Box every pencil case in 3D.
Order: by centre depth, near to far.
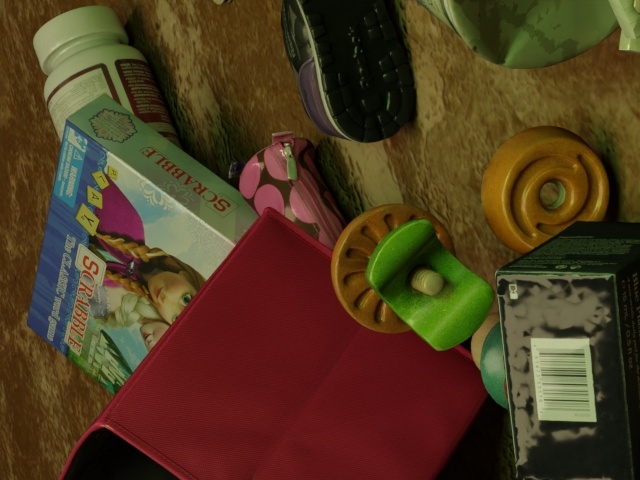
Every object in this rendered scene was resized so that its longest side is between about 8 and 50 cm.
[{"bbox_3d":[0.000,0.000,1.849,0.209,0.095,0.098,57,146,27],"label":"pencil case"}]

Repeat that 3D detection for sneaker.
[{"bbox_3d":[-0.005,-0.225,1.754,0.124,0.107,0.283,-168,68,-65],"label":"sneaker"}]

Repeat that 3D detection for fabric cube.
[{"bbox_3d":[-0.047,0.179,1.724,0.259,0.258,0.254,36,149,1],"label":"fabric cube"}]

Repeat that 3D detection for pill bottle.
[{"bbox_3d":[-0.229,-0.136,2.166,0.221,0.121,0.121,67,150,17],"label":"pill bottle"}]

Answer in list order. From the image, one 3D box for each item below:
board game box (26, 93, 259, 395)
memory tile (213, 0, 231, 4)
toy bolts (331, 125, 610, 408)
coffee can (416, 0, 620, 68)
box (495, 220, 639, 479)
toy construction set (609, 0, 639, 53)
[{"bbox_3d":[-0.148,0.061,2.040,0.318,0.066,0.318,35,137,18],"label":"board game box"},{"bbox_3d":[-0.127,-0.310,2.025,0.148,0.012,0.113,38,134,48],"label":"memory tile"},{"bbox_3d":[0.140,0.029,1.576,0.228,0.218,0.158,50,172,-18],"label":"toy bolts"},{"bbox_3d":[0.100,-0.274,1.437,0.275,0.202,0.201,46,139,43],"label":"coffee can"},{"bbox_3d":[0.202,0.077,1.427,0.093,0.158,0.156,0,104,28],"label":"box"},{"bbox_3d":[0.312,-0.195,1.166,0.328,0.151,0.215,6,108,49],"label":"toy construction set"}]
